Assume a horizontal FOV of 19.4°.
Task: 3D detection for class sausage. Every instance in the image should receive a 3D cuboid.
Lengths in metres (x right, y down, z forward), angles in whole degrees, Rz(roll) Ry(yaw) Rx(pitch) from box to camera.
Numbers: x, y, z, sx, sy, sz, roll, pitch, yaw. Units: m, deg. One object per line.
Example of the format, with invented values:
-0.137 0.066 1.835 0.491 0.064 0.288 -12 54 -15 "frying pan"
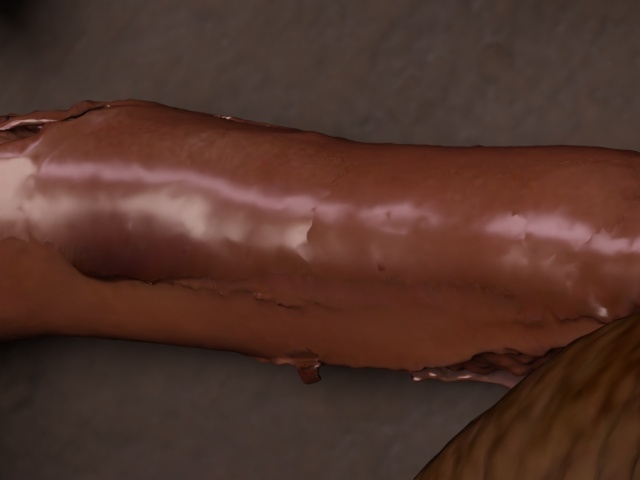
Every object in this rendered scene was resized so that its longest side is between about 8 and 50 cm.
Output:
0.000 0.001 0.497 0.304 0.078 0.078 2 81 21 "sausage"

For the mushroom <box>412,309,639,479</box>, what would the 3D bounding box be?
0.003 0.113 0.339 0.356 0.331 0.334 47 114 14 "mushroom"
